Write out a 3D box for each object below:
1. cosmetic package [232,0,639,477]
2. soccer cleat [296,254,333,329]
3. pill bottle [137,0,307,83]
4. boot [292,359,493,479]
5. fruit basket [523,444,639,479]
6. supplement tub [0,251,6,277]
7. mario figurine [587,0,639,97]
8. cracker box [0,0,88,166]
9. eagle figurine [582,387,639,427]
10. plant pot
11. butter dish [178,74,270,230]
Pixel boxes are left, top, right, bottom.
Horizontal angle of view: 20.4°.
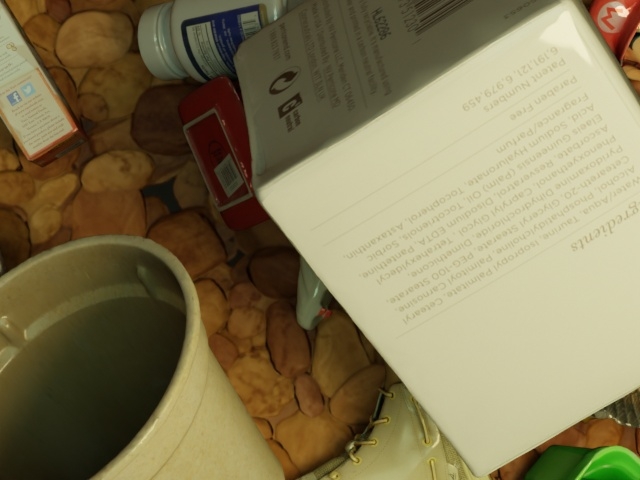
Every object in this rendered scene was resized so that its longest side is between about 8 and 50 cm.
[{"bbox_3d":[0.163,-0.062,1.715,0.327,0.329,0.394,-32,118,11],"label":"cosmetic package"},{"bbox_3d":[0.000,0.000,1.948,0.076,0.068,0.196,17,88,12],"label":"soccer cleat"},{"bbox_3d":[-0.095,-0.225,1.885,0.186,0.112,0.112,-7,90,31],"label":"pill bottle"},{"bbox_3d":[0.053,0.212,1.934,0.203,0.095,0.262,-26,96,-2],"label":"boot"},{"bbox_3d":[0.256,0.400,1.790,0.283,0.392,0.392,40,88,-19],"label":"fruit basket"},{"bbox_3d":[-0.517,0.038,1.844,0.338,0.207,0.207,-30,92,-3],"label":"supplement tub"},{"bbox_3d":[0.434,-0.183,1.911,0.320,0.170,0.198,25,64,-8],"label":"mario figurine"},{"bbox_3d":[-0.336,-0.194,1.879,0.067,0.156,0.232,-32,92,-3],"label":"cracker box"},{"bbox_3d":[0.327,0.136,1.904,0.298,0.226,0.225,44,108,-7],"label":"eagle figurine"},{"bbox_3d":[-0.195,0.215,1.789,0.334,0.334,0.305,-40,132,-2],"label":"plant pot"},{"bbox_3d":[-0.063,-0.105,1.914,0.118,0.160,0.160,-23,91,-26],"label":"butter dish"}]
